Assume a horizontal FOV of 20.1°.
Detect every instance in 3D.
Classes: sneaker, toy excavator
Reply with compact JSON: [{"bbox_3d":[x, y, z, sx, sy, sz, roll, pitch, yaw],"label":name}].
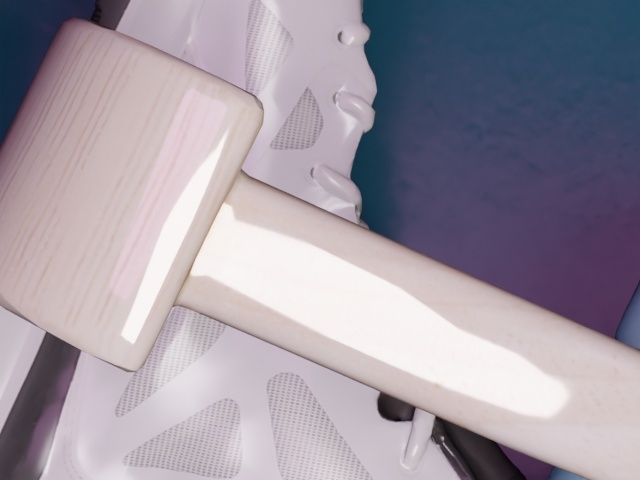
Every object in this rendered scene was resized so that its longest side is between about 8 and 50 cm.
[{"bbox_3d":[0.000,0.000,0.820,0.258,0.169,0.447,26,89,1],"label":"sneaker"},{"bbox_3d":[0.148,0.074,0.613,0.433,0.445,0.222,26,89,19],"label":"toy excavator"}]
